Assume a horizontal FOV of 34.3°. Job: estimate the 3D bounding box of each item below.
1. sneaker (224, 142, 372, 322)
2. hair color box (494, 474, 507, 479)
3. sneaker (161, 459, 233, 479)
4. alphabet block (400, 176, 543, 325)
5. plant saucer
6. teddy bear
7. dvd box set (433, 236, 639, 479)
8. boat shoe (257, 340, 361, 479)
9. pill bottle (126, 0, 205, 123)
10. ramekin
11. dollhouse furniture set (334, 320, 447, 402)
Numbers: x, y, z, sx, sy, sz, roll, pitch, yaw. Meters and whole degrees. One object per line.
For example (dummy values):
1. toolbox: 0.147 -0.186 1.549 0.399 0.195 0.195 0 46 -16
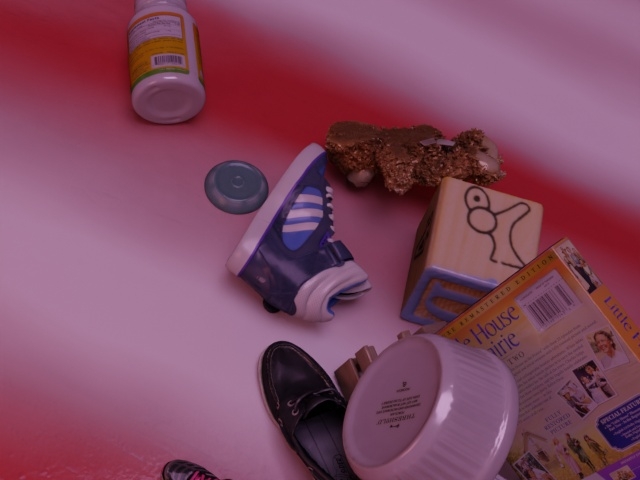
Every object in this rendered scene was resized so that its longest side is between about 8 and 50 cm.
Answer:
1. sneaker: 0.000 0.000 1.821 0.236 0.130 0.322 34 53 -2
2. hair color box: 0.161 0.507 1.544 0.185 0.113 0.374 32 58 8
3. sneaker: -0.165 0.381 1.571 0.170 0.075 0.063 33 58 9
4. alphabet block: 0.262 0.038 1.802 0.192 0.193 0.197 18 57 -3
5. plant saucer: -0.153 -0.103 1.899 0.119 0.021 0.119 5 58 -8
6. teddy bear: 0.176 -0.144 1.911 0.338 0.113 0.245 -3 30 -9
7. dvd box set: 0.378 0.245 1.541 0.062 0.307 0.420 -26 76 -49
8. boat shoe: 0.002 0.291 1.638 0.127 0.113 0.340 -14 63 -19
9. pill bottle: -0.294 -0.355 1.953 0.136 0.136 0.245 -2 59 -13
10. ramekin: 0.147 0.258 1.502 0.127 0.273 0.272 33 53 -25
11. dollhouse furniture set: 0.137 0.229 1.705 0.151 0.144 0.123 -9 66 -33
